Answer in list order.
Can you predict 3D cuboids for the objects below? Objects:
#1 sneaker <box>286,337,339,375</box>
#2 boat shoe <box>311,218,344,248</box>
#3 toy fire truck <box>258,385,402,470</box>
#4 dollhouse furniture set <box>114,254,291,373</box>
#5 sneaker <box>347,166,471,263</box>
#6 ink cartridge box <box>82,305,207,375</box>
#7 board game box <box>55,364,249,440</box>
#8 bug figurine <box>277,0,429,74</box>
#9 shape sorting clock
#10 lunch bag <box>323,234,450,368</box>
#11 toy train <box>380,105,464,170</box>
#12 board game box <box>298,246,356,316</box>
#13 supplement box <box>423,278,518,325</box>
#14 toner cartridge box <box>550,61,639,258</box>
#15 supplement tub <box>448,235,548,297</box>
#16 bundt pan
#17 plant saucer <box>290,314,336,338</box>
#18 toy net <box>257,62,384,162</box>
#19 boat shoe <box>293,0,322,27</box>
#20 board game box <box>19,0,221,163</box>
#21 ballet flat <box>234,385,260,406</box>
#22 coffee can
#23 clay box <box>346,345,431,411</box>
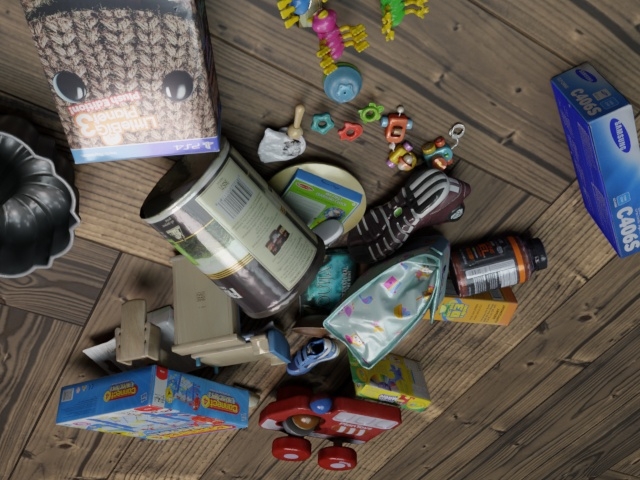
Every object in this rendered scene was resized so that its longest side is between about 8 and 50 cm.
[{"bbox_3d":[-0.027,0.276,1.501,0.144,0.053,0.059,-31,141,14],"label":"sneaker"},{"bbox_3d":[0.000,0.000,1.242,0.040,0.049,0.142,27,141,-35],"label":"boat shoe"},{"bbox_3d":[0.016,0.437,1.530,0.302,0.169,0.254,17,141,-17],"label":"toy fire truck"},{"bbox_3d":[-0.241,0.174,1.366,0.286,0.198,0.303,-12,156,11],"label":"dollhouse furniture set"},{"bbox_3d":[0.191,-0.034,1.248,0.162,0.106,0.281,4,150,-40],"label":"sneaker"},{"bbox_3d":[-0.400,0.255,1.445,0.225,0.056,0.181,-18,130,14],"label":"ink cartridge box"},{"bbox_3d":[-0.376,0.381,1.422,0.308,0.086,0.302,-18,148,30],"label":"board game box"},{"bbox_3d":[0.051,-0.378,0.918,0.279,0.072,0.216,-34,142,-11],"label":"bug figurine"},{"bbox_3d":[-0.013,-0.074,1.219,0.206,0.040,0.206,1,140,1],"label":"shape sorting clock"},{"bbox_3d":[0.163,0.103,1.254,0.160,0.223,0.262,45,109,6],"label":"lunch bag"},{"bbox_3d":[0.186,-0.178,1.156,0.166,0.046,0.125,6,129,-12],"label":"toy train"},{"bbox_3d":[0.013,0.094,1.375,0.126,0.026,0.186,-4,130,-5],"label":"board game box"},{"bbox_3d":[0.323,0.138,1.422,0.233,0.080,0.078,6,126,-9],"label":"supplement box"},{"bbox_3d":[0.530,-0.141,1.157,0.075,0.165,0.348,-25,129,12],"label":"toner cartridge box"},{"bbox_3d":[0.380,0.051,1.338,0.198,0.106,0.106,-15,130,4],"label":"supplement tub"},{"bbox_3d":[-0.578,-0.092,1.074,0.331,0.124,0.330,-4,130,-5],"label":"bundt pan"},{"bbox_3d":[0.032,0.197,1.408,0.199,0.036,0.198,5,165,1],"label":"plant saucer"},{"bbox_3d":[-0.009,-0.207,1.110,0.232,0.045,0.122,-33,129,21],"label":"toy net"},{"bbox_3d":[-0.012,-0.397,0.941,0.048,0.056,0.153,-8,133,-13],"label":"boat shoe"},{"bbox_3d":[-0.285,-0.283,0.941,0.232,0.141,0.291,-6,130,-3],"label":"board game box"},{"bbox_3d":[-0.235,0.393,1.578,0.168,0.057,0.052,1,120,-9],"label":"ballet flat"},{"bbox_3d":[-0.152,-0.022,1.119,0.201,0.201,0.275,-33,118,19],"label":"coffee can"},{"bbox_3d":[0.157,0.337,1.534,0.222,0.127,0.053,19,124,-21],"label":"clay box"}]
